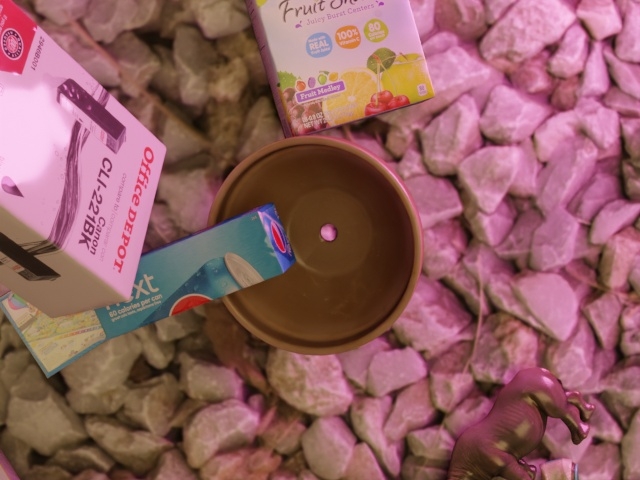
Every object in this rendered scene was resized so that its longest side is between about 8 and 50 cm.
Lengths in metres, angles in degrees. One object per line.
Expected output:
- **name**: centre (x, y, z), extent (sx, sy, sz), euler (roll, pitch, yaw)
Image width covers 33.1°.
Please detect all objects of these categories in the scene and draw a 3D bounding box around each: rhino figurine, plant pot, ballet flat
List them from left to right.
- **plant pot**: centre (0.000, 0.000, 1.194), extent (0.237, 0.110, 0.237), euler (2, 99, 10)
- **rhino figurine**: centre (0.217, 0.256, 1.286), extent (0.106, 0.073, 0.243), euler (43, 85, -1)
- **ballet flat**: centre (0.297, 0.351, 1.325), extent (0.052, 0.057, 0.168), euler (-6, 89, 15)

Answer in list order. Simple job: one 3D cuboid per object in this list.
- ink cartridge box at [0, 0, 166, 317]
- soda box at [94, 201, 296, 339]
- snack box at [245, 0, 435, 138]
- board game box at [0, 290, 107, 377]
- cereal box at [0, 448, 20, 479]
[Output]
- **ink cartridge box**: centre (-0.287, -0.077, 1.044), extent (0.273, 0.114, 0.197), euler (46, 42, -45)
- **soda box**: centre (-0.137, 0.032, 1.135), extent (0.210, 0.067, 0.071), euler (-21, 96, 14)
- **snack box**: centre (0.017, -0.236, 1.230), extent (0.174, 0.070, 0.207), euler (-18, 93, -11)
- **board game box**: centre (-0.264, 0.067, 1.197), extent (0.154, 0.026, 0.103), euler (-32, 98, -10)
- **cereal box**: centre (-0.377, 0.305, 1.101), extent (0.173, 0.047, 0.240), euler (-38, 61, -9)
